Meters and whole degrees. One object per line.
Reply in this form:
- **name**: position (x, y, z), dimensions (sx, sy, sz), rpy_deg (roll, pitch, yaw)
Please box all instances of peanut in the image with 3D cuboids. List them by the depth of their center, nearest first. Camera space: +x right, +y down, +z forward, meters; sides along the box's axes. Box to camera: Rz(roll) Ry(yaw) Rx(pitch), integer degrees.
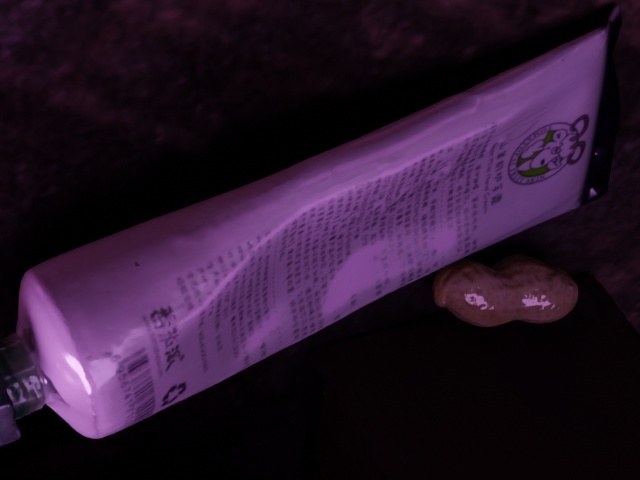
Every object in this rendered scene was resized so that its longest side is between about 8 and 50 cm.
- **peanut**: position (0.091, 0.026, 0.878), dimensions (0.083, 0.037, 0.037), rpy_deg (0, 130, -34)

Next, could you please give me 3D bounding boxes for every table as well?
- **table**: position (0.092, 0.159, 0.913), dimensions (0.172, 0.169, 0.193), rpy_deg (-15, 138, -21)

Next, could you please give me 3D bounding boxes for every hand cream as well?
- **hand cream**: position (0.000, 0.000, 0.782), dimensions (0.336, 0.076, 0.121), rpy_deg (-24, 145, -20)
